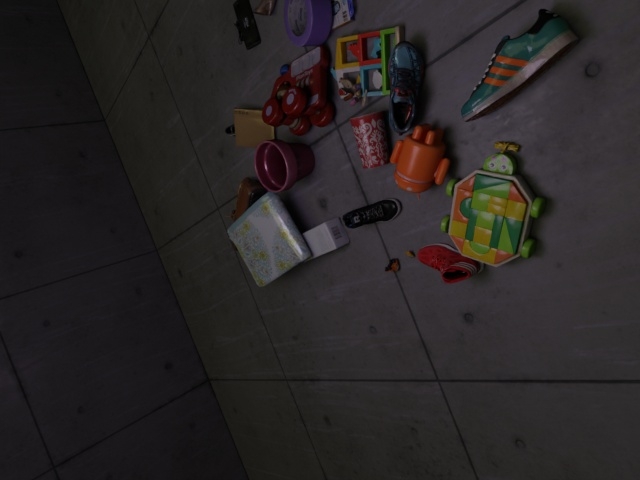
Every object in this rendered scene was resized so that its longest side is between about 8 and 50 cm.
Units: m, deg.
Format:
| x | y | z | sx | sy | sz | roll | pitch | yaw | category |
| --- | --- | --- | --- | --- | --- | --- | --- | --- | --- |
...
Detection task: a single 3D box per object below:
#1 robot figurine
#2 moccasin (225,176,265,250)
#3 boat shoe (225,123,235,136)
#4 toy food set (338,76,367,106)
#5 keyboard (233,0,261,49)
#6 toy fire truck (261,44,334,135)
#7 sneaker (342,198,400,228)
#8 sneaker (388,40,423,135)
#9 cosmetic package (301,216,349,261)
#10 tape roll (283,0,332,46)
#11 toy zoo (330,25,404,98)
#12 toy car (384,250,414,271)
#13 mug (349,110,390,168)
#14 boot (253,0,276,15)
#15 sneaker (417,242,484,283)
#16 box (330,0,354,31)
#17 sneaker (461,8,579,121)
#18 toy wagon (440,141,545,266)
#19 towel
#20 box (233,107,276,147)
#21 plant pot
| x | y | z | sx | sy | sz | roll | pitch | yaw | category |
| --- | --- | --- | --- | --- | --- | --- | --- | --- | --- |
| 0.299 | -0.236 | 1.295 | 0.158 | 0.128 | 0.219 | 10 | 123 | -4 | robot figurine |
| -0.363 | -0.117 | 2.037 | 0.147 | 0.139 | 0.380 | 42 | 135 | 35 | moccasin |
| -0.350 | -0.492 | 1.917 | 0.206 | 0.065 | 0.075 | 12 | 114 | 43 | boat shoe |
| 0.100 | -0.491 | 1.431 | 0.122 | 0.019 | 0.077 | 33 | 129 | 33 | toy food set |
| -0.301 | -0.875 | 1.738 | 0.100 | 0.038 | 0.192 | -14 | 96 | 25 | keyboard |
| -0.084 | -0.541 | 1.568 | 0.302 | 0.169 | 0.253 | -6 | 79 | 47 | toy fire truck |
| 0.168 | -0.083 | 1.502 | 0.217 | 0.121 | 0.079 | -15 | 96 | 48 | sneaker |
| 0.250 | -0.437 | 1.248 | 0.104 | 0.125 | 0.261 | -1 | 116 | 10 | sneaker |
| 0.000 | 0.000 | 1.745 | 0.231 | 0.086 | 0.117 | -23 | 90 | 51 | cosmetic package |
| -0.045 | -0.756 | 1.442 | 0.189 | 0.080 | 0.188 | 36 | 135 | 46 | tape roll |
| 0.143 | -0.566 | 1.391 | 0.293 | 0.030 | 0.192 | 14 | 117 | 43 | toy zoo |
| 0.280 | 0.084 | 1.508 | 0.041 | 0.060 | 0.122 | 38 | 147 | -14 | toy car |
| 0.171 | -0.335 | 1.428 | 0.113 | 0.150 | 0.169 | -12 | 105 | 12 | mug |
| -0.210 | -0.901 | 1.620 | 0.118 | 0.042 | 0.086 | 27 | 118 | 35 | boot |
| 0.379 | 0.069 | 1.338 | 0.221 | 0.128 | 0.087 | 6 | 110 | 44 | sneaker |
| 0.060 | -0.746 | 1.406 | 0.136 | 0.028 | 0.081 | 1 | 106 | 44 | box |
| 0.463 | -0.426 | 1.066 | 0.302 | 0.108 | 0.121 | -39 | 76 | 39 | sneaker |
| 0.479 | -0.103 | 1.206 | 0.267 | 0.068 | 0.344 | 22 | 122 | 39 | toy wagon |
| -0.227 | 0.004 | 1.846 | 0.374 | 0.090 | 0.320 | -35 | 85 | 43 | towel |
| -0.280 | -0.477 | 1.834 | 0.201 | 0.021 | 0.164 | 11 | 117 | 22 | box |
| -0.129 | -0.302 | 1.678 | 0.201 | 0.180 | 0.201 | 20 | 120 | 39 | plant pot |
